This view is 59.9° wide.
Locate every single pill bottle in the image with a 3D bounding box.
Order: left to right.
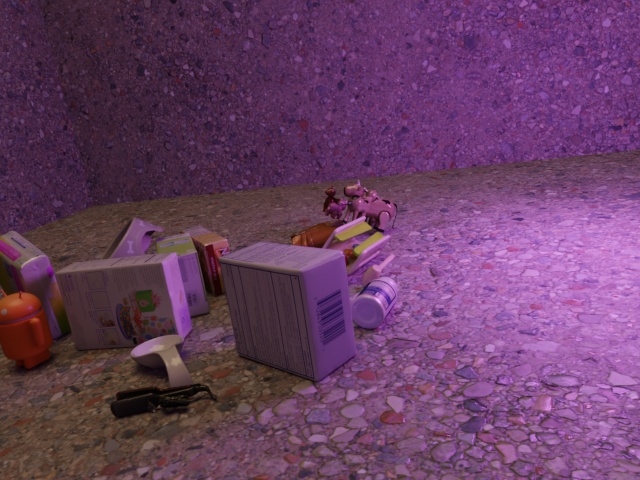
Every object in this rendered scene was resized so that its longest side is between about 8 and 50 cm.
[{"bbox_3d":[0.151,0.160,1.489,0.094,0.094,0.169,-1,17,25],"label":"pill bottle"}]

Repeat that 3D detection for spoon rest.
[{"bbox_3d":[-0.383,0.285,1.368,0.137,0.084,0.276,-17,19,-28],"label":"spoon rest"}]

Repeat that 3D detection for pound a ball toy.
[{"bbox_3d":[0.137,0.053,1.846,0.208,0.136,0.319,38,25,12],"label":"pound a ball toy"}]

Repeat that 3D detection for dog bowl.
[{"bbox_3d":[-0.668,0.073,1.851,0.348,0.102,0.349,-43,24,24],"label":"dog bowl"}]

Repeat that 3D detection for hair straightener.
[{"bbox_3d":[-0.340,0.353,1.199,0.230,0.047,0.089,-4,16,1],"label":"hair straightener"}]

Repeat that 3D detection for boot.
[{"bbox_3d":[0.000,0.000,2.119,0.220,0.109,0.283,-16,24,-5],"label":"boot"}]

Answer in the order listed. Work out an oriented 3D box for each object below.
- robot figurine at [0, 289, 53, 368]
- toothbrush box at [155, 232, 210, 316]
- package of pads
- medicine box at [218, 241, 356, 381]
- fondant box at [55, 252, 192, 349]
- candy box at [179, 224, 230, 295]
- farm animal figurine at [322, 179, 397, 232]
[{"bbox_3d":[-0.816,0.238,1.519,0.128,0.220,0.158,-13,17,-15],"label":"robot figurine"},{"bbox_3d":[-0.450,0.109,1.792,0.122,0.206,0.283,-13,16,-16],"label":"toothbrush box"},{"bbox_3d":[-0.887,0.137,1.688,0.229,0.297,0.101,25,41,32],"label":"package of pads"},{"bbox_3d":[-0.081,0.155,1.322,0.289,0.264,0.149,7,21,42],"label":"medicine box"},{"bbox_3d":[-0.550,0.173,1.565,0.330,0.239,0.096,-5,15,13],"label":"fondant box"},{"bbox_3d":[-0.403,0.064,1.965,0.087,0.183,0.316,-15,17,-26],"label":"candy box"},{"bbox_3d":[0.168,-0.147,2.220,0.326,0.172,0.330,16,7,-23],"label":"farm animal figurine"}]
